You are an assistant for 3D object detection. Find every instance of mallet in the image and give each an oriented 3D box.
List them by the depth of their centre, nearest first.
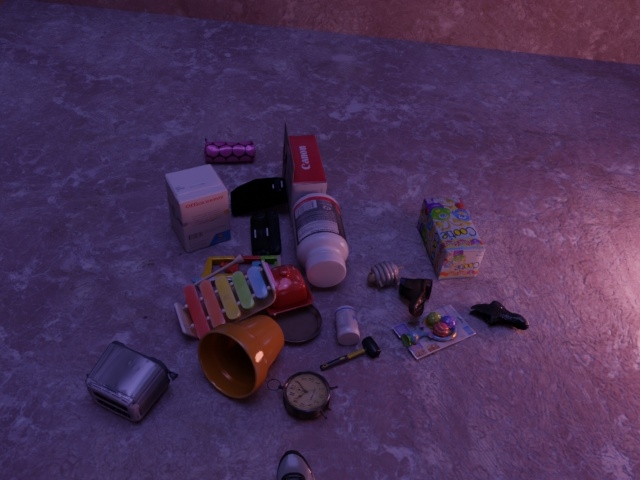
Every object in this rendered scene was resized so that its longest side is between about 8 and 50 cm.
[{"bbox_3d":[0.083,0.338,1.726,0.189,0.039,0.062,-13,47,-13],"label":"mallet"}]

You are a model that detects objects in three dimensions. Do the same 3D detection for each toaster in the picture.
[{"bbox_3d":[-0.513,0.383,1.554,0.227,0.129,0.146,21,49,13],"label":"toaster"}]

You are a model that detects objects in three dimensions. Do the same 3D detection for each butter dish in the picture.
[{"bbox_3d":[-0.114,0.131,1.818,0.159,0.118,0.160,-13,47,-20],"label":"butter dish"}]

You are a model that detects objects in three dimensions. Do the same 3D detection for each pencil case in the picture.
[{"bbox_3d":[-0.374,-0.373,2.393,0.209,0.095,0.098,0,28,-8],"label":"pencil case"}]

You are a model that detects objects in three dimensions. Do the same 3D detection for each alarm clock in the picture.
[{"bbox_3d":[-0.057,0.423,1.598,0.192,0.064,0.129,17,45,9],"label":"alarm clock"}]

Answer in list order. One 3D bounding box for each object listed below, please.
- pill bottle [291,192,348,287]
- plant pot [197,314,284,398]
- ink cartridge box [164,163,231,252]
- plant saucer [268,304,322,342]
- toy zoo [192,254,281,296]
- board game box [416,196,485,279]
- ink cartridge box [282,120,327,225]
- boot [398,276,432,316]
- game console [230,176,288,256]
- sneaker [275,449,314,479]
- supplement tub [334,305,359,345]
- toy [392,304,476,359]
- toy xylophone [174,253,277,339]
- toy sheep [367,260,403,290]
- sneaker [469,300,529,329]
[{"bbox_3d":[0.000,0.000,1.967,0.176,0.176,0.318,-2,44,-7],"label":"pill bottle"},{"bbox_3d":[-0.206,0.305,1.629,0.205,0.205,0.188,27,32,21],"label":"plant pot"},{"bbox_3d":[-0.423,-0.113,2.005,0.171,0.233,0.168,-18,48,-23],"label":"ink cartridge box"},{"bbox_3d":[-0.079,0.255,1.799,0.168,0.029,0.168,3,42,-3],"label":"plant saucer"},{"bbox_3d":[-0.273,0.128,1.912,0.293,0.030,0.192,-1,44,-6],"label":"toy zoo"},{"bbox_3d":[0.456,-0.012,2.049,0.144,0.142,0.275,-3,44,-9],"label":"board game box"},{"bbox_3d":[-0.063,-0.256,2.163,0.130,0.272,0.309,-3,45,-9],"label":"ink cartridge box"},{"bbox_3d":[0.289,0.179,1.870,0.106,0.082,0.219,10,22,20],"label":"boot"},{"bbox_3d":[-0.220,-0.084,2.106,0.213,0.044,0.361,-14,53,8],"label":"game console"},{"bbox_3d":[-0.055,0.619,1.361,0.100,0.108,0.271,-2,42,-5],"label":"sneaker"},{"bbox_3d":[0.081,0.260,1.779,0.071,0.071,0.107,-1,44,-6],"label":"supplement tub"},{"bbox_3d":[0.360,0.269,1.807,0.237,0.056,0.137,-19,49,-23],"label":"toy"},{"bbox_3d":[-0.294,0.164,1.770,0.322,0.081,0.236,-33,58,-6],"label":"toy xylophone"},{"bbox_3d":[0.217,0.112,1.939,0.132,0.091,0.091,-17,47,-15],"label":"toy sheep"},{"bbox_3d":[0.572,0.250,1.855,0.089,0.051,0.170,-29,48,-31],"label":"sneaker"}]
